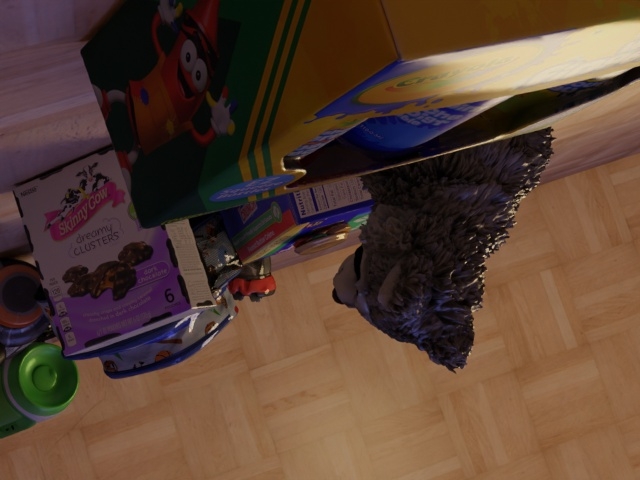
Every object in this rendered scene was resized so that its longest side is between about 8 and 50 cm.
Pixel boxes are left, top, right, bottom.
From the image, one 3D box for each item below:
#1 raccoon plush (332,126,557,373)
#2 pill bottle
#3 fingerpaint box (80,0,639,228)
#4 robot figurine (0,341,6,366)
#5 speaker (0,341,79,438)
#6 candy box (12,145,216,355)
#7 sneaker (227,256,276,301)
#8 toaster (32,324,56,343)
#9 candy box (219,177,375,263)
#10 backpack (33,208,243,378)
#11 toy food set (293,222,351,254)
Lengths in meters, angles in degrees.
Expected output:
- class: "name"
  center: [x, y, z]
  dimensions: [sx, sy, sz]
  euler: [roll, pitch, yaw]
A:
- class: "raccoon plush"
  center: [0.185, -0.077, 1.376]
  dimensions: [0.216, 0.299, 0.446]
  euler: [28, 123, -31]
- class: "pill bottle"
  center: [-0.468, 0.101, 1.915]
  dimensions: [0.130, 0.130, 0.245]
  euler: [-16, 174, -26]
- class: "fingerpaint box"
  center: [0.107, -0.168, 0.948]
  dimensions: [0.444, 0.163, 0.371]
  euler: [-16, 174, -33]
- class: "robot figurine"
  center: [-0.496, 0.110, 1.485]
  dimensions: [0.173, 0.209, 0.278]
  euler: [-29, -172, 25]
- class: "speaker"
  center: [-0.512, 0.253, 2.143]
  dimensions: [0.131, 0.131, 0.296]
  euler: [-15, 174, -39]
- class: "candy box"
  center: [-0.226, 0.007, 1.407]
  dimensions: [0.164, 0.196, 0.070]
  euler: [-21, 174, 19]
- class: "sneaker"
  center: [-0.215, 0.032, 2.323]
  dimensions: [0.276, 0.135, 0.097]
  euler: [4, -171, 3]
- class: "toaster"
  center: [-0.511, 0.128, 2.159]
  dimensions: [0.168, 0.110, 0.185]
  euler: [-20, 175, 11]
- class: "candy box"
  center: [0.039, -0.081, 1.876]
  dimensions: [0.317, 0.122, 0.268]
  euler: [-15, 174, -24]
- class: "backpack"
  center: [-0.260, 0.076, 1.815]
  dimensions: [0.276, 0.213, 0.263]
  euler: [-22, -176, 29]
- class: "toy food set"
  center: [0.000, 0.000, 1.802]
  dimensions: [0.082, 0.020, 0.083]
  euler: [-16, 172, -18]
